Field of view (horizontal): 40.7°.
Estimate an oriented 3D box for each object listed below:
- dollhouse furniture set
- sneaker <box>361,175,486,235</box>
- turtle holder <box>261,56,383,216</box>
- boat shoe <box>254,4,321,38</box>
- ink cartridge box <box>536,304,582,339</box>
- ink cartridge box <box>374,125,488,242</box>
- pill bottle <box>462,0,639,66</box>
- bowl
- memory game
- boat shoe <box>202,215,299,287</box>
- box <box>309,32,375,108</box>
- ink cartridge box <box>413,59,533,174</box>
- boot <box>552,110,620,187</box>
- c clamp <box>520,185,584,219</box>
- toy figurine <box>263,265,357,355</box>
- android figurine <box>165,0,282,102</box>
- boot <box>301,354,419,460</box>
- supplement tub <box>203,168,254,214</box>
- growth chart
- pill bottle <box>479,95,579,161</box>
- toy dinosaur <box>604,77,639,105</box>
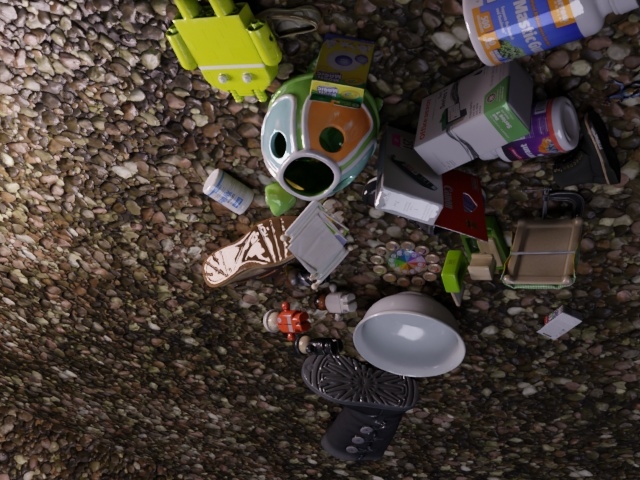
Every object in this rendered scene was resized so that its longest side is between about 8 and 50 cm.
[{"bbox_3d":[0.454,0.062,1.965,0.301,0.198,0.151,-1,138,29],"label":"dollhouse furniture set"},{"bbox_3d":[0.229,-0.077,1.949,0.283,0.124,0.107,5,139,10],"label":"sneaker"},{"bbox_3d":[-0.030,-0.199,1.796,0.320,0.228,0.243,-18,132,32],"label":"turtle holder"},{"bbox_3d":[-0.074,-0.420,1.686,0.152,0.048,0.056,-2,138,18],"label":"boat shoe"},{"bbox_3d":[0.624,0.215,2.261,0.062,0.029,0.115,24,141,-13],"label":"ink cartridge box"},{"bbox_3d":[0.235,-0.121,1.776,0.238,0.275,0.060,16,123,-4],"label":"ink cartridge box"},{"bbox_3d":[0.397,-0.410,1.486,0.271,0.152,0.152,-13,134,30],"label":"pill bottle"},{"bbox_3d":[0.243,0.229,2.301,0.297,0.134,0.298,8,141,7],"label":"bowl"},{"bbox_3d":[0.218,0.060,2.203,0.186,0.012,0.186,8,140,7],"label":"memory game"},{"bbox_3d":[-0.141,0.036,2.217,0.341,0.123,0.123,-27,157,26],"label":"boat shoe"},{"bbox_3d":[0.042,-0.325,1.663,0.105,0.179,0.043,10,141,3],"label":"box"},{"bbox_3d":[0.300,-0.246,1.700,0.219,0.160,0.092,-24,127,36],"label":"ink cartridge box"},{"bbox_3d":[0.532,-0.176,1.792,0.136,0.077,0.198,-8,135,31],"label":"boot"},{"bbox_3d":[0.529,-0.068,1.961,0.137,0.022,0.161,-5,136,13],"label":"c clamp"},{"bbox_3d":[-0.028,0.187,2.273,0.148,0.210,0.213,-4,147,44],"label":"toy figurine"},{"bbox_3d":[-0.189,-0.387,1.729,0.248,0.056,0.273,6,141,30],"label":"android figurine"},{"bbox_3d":[0.077,0.542,2.730,0.366,0.146,0.445,18,145,-3],"label":"boot"},{"bbox_3d":[-0.221,-0.118,2.070,0.107,0.071,0.071,33,137,-21],"label":"supplement tub"},{"bbox_3d":[0.000,0.000,2.102,0.021,0.172,0.237,38,167,42],"label":"growth chart"},{"bbox_3d":[0.410,-0.218,1.737,0.193,0.108,0.108,-9,136,38],"label":"pill bottle"},{"bbox_3d":[0.595,-0.280,1.675,0.090,0.047,0.082,18,160,-21],"label":"toy dinosaur"}]
